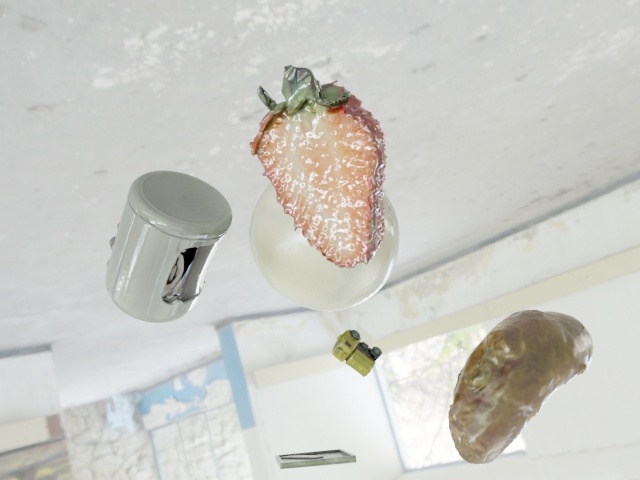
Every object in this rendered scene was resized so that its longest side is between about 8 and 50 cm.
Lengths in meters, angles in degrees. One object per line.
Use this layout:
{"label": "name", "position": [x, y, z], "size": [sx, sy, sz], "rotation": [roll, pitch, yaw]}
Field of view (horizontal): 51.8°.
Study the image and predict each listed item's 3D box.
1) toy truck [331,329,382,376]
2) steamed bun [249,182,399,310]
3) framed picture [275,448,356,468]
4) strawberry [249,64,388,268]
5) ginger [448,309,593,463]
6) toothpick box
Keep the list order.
{"label": "toy truck", "position": [0.063, 0.205, 1.202], "size": [0.049, 0.083, 0.054], "rotation": [-54, 178, 36]}
{"label": "steamed bun", "position": [0.000, 0.000, 1.369], "size": [0.324, 0.324, 0.206], "rotation": [-28, -172, 39]}
{"label": "framed picture", "position": [-0.014, 0.448, 1.351], "size": [0.150, 0.015, 0.203], "rotation": [-3, 166, -8]}
{"label": "strawberry", "position": [0.016, -0.107, 0.928], "size": [0.188, 0.286, 0.106], "rotation": [-14, -171, 29]}
{"label": "ginger", "position": [0.321, 0.219, 1.104], "size": [0.321, 0.172, 0.165], "rotation": [-34, -168, -22]}
{"label": "toothpick box", "position": [-0.338, 0.028, 1.374], "size": [0.229, 0.229, 0.316], "rotation": [-5, 133, -42]}
